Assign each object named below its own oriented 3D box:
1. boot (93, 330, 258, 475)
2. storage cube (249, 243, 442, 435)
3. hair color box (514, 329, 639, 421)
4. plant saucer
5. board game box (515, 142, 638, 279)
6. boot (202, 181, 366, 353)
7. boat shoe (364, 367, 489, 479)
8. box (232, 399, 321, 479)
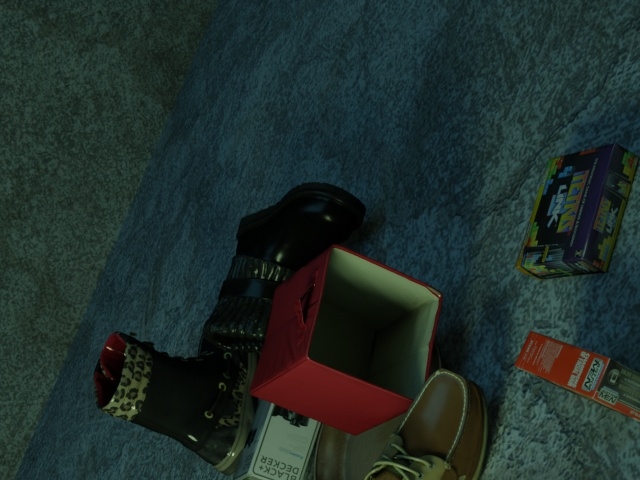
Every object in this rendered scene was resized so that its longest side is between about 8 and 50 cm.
[{"bbox_3d":[-0.266,0.241,2.345,0.138,0.284,0.377,-49,27,29],"label":"boot"},{"bbox_3d":[0.034,0.146,1.813,0.193,0.215,0.183,-39,33,55],"label":"storage cube"},{"bbox_3d":[0.314,0.159,1.484,0.053,0.093,0.167,-66,23,-4],"label":"hair color box"},{"bbox_3d":[0.096,0.274,1.867,0.310,0.050,0.310,-45,30,35],"label":"plant saucer"},{"bbox_3d":[0.340,-0.036,1.690,0.141,0.048,0.170,-14,53,61],"label":"board game box"},{"bbox_3d":[-0.064,0.060,2.278,0.348,0.131,0.260,-27,40,51],"label":"boot"},{"bbox_3d":[0.118,0.323,1.640,0.123,0.120,0.324,17,85,36],"label":"boat shoe"},{"bbox_3d":[-0.047,0.268,2.065,0.169,0.087,0.290,132,157,-71],"label":"box"}]
